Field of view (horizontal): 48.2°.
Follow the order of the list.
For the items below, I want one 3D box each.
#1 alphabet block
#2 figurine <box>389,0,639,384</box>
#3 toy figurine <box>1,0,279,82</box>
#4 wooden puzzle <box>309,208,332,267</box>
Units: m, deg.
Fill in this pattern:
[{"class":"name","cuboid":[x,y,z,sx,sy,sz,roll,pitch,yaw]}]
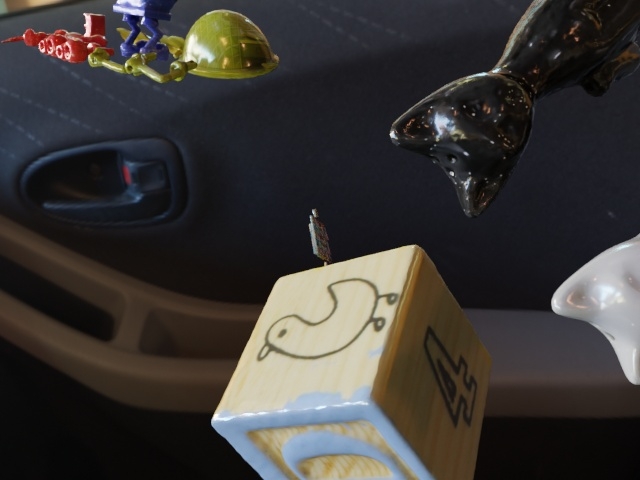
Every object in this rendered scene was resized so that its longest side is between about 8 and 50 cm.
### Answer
[{"class":"alphabet block","cuboid":[0.044,0.152,0.726,0.192,0.193,0.197,-14,35,31]},{"class":"figurine","cuboid":[0.175,-0.051,0.431,0.209,0.092,0.215,-42,87,-23]},{"class":"toy figurine","cuboid":[-0.210,-0.314,0.818,0.191,0.217,0.362,-13,26,-43]},{"class":"wooden puzzle","cuboid":[0.000,0.000,0.889,0.006,0.049,0.083,-17,69,18]}]
